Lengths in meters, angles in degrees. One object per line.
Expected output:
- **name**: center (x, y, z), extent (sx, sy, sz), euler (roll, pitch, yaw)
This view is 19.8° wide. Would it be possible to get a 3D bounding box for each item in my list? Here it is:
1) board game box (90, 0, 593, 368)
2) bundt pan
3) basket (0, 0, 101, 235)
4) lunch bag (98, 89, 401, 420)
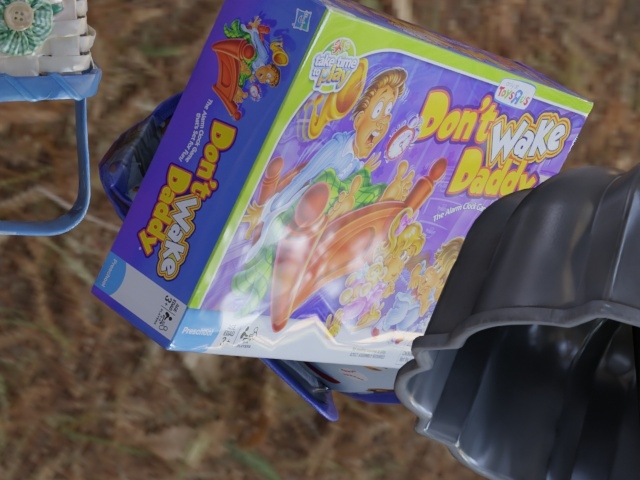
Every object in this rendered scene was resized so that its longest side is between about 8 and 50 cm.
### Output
- **board game box**: center (0.027, -0.035, 1.251), extent (0.347, 0.078, 0.233), euler (9, 110, -54)
- **bundt pan**: center (0.212, 0.059, 1.009), extent (0.331, 0.331, 0.124), euler (29, 61, -30)
- **basket**: center (-0.301, -0.135, 1.415), extent (0.254, 0.201, 0.289), euler (-6, 118, -24)
- **lunch bag**: center (0.000, 0.000, 1.730), extent (0.328, 0.385, 0.239), euler (45, 61, -28)
